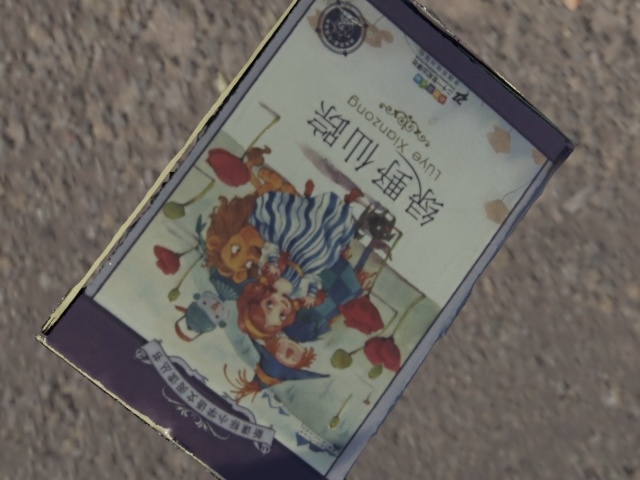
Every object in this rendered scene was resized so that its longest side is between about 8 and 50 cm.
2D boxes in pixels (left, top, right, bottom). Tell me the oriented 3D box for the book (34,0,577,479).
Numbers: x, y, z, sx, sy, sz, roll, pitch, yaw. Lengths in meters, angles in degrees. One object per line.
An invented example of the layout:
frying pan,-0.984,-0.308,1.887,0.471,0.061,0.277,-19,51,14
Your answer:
book,0.000,0.000,0.854,0.157,0.026,0.231,39,80,-17
